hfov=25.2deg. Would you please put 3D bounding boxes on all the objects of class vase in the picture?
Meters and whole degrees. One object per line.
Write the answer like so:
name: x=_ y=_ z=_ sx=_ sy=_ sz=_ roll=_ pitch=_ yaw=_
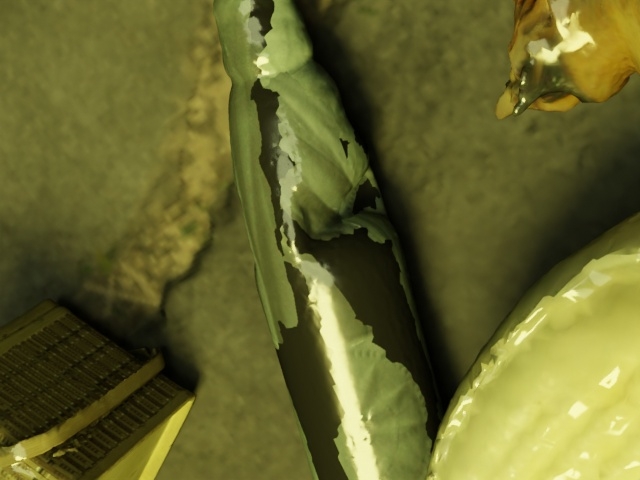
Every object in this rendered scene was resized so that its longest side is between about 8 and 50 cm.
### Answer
vase: x=0.000 y=0.000 z=0.555 sx=0.060 sy=0.060 sz=0.211 roll=-11 pitch=103 yaw=21

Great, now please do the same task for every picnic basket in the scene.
picnic basket: x=-0.133 y=0.116 z=0.606 sx=0.079 sy=0.115 sz=0.164 roll=32 pitch=113 yaw=9

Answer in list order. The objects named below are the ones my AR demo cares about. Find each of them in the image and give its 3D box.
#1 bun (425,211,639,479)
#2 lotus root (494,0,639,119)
bun: x=0.173 y=0.114 z=0.488 sx=0.287 sy=0.146 sz=0.287 roll=6 pitch=102 yaw=31
lotus root: x=0.173 y=-0.101 z=0.425 sx=0.257 sy=0.154 sz=0.140 roll=-11 pitch=137 yaw=6
